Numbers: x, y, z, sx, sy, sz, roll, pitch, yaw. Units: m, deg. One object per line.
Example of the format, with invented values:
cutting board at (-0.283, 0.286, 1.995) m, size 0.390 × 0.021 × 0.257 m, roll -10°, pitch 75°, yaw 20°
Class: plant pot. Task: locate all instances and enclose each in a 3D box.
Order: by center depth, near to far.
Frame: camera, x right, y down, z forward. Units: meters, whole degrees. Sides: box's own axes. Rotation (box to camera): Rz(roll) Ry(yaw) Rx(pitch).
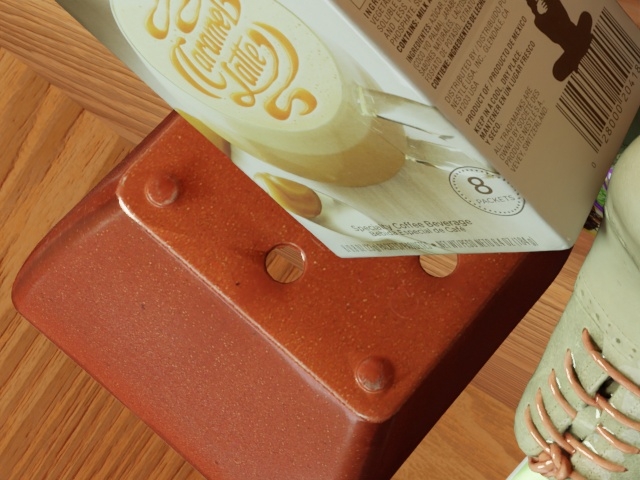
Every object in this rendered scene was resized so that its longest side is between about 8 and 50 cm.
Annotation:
plant pot at (0.000, 0.000, 0.793) m, size 0.267 × 0.267 × 0.236 m, roll 41°, pitch 162°, yaw 2°

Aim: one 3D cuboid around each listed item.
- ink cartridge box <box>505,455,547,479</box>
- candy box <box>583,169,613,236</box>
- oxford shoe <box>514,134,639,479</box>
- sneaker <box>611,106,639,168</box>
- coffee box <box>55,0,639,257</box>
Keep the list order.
ink cartridge box at (0.228, 0.191, 1.145) m, size 0.097 × 0.188 × 0.255 m, roll 45°, pitch -163°, yaw 22°
candy box at (0.180, -0.024, 0.761) m, size 0.105 × 0.027 × 0.206 m, roll 29°, pitch 174°, yaw 11°
oxford shoe at (0.143, 0.060, 0.541) m, size 0.123 × 0.130 × 0.348 m, roll 54°, pitch 178°, yaw 29°
sneaker at (0.101, -0.052, 0.637) m, size 0.192 × 0.086 × 0.064 m, roll 31°, pitch 174°, yaw 20°
coffee box at (-0.011, -0.104, 0.492) m, size 0.246 × 0.098 × 0.141 m, roll 42°, pitch 154°, yaw -27°
